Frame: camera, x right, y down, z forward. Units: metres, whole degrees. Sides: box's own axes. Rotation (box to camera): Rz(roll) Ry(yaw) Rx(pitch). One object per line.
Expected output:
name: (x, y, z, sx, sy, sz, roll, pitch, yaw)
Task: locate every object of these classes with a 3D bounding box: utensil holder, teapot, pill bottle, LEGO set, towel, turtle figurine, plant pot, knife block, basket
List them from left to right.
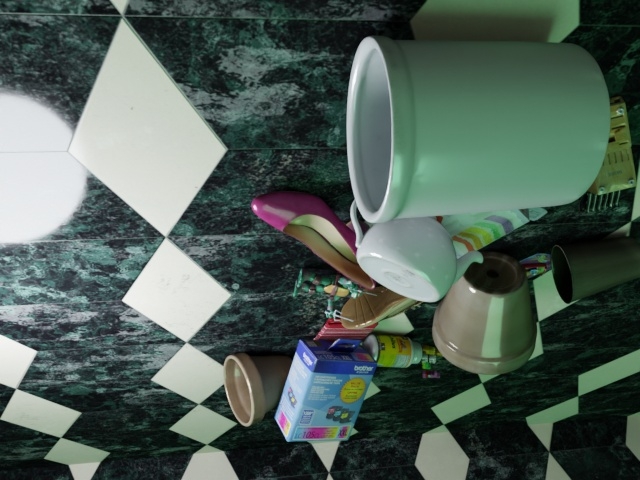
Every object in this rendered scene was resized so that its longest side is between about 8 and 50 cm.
plant pot: (-0.208, 0.531, 2.223, 0.229, 0.263, 0.263, -9, 151, -30)
turtle figurine: (0.042, 0.152, 1.786, 0.234, 0.118, 0.175, 14, 129, -5)
towel: (0.073, 0.350, 2.173, 0.198, 0.031, 0.275, 4, 147, -20)
pill bottle: (0.268, 0.414, 2.230, 0.214, 0.117, 0.117, 8, 144, -23)
teapot: (0.216, 0.012, 1.407, 0.252, 0.187, 0.256, 15, 158, 38)
LEGO set: (0.457, 0.476, 2.387, 0.093, 0.087, 0.227, 2, 149, 13)
utensil holder: (0.269, -0.204, 1.097, 0.385, 0.328, 0.328, -3, 147, -9)
plant pot: (0.512, 0.196, 1.817, 0.322, 0.323, 0.281, -6, 131, -3)
knife block: (0.653, -0.198, 1.424, 0.088, 0.242, 0.276, -13, 102, 7)
basket: (0.839, 0.075, 1.803, 0.226, 0.154, 0.205, -16, 126, 3)

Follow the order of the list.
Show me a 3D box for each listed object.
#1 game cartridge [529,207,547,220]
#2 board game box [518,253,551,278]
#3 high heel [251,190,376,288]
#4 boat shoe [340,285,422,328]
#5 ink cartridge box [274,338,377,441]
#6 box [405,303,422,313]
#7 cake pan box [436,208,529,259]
game cartridge: (0.577, -0.080, 1.630, 0.083, 0.017, 0.056, 13, 145, -29)
board game box: (0.674, 0.101, 1.911, 0.168, 0.033, 0.133, -29, 141, 30)
high heel: (0.000, 0.000, 1.481, 0.377, 0.182, 0.127, 15, 141, -31)
boat shoe: (0.222, 0.201, 1.898, 0.341, 0.123, 0.123, -33, 138, 24)
ink cartridge box: (0.025, 0.509, 2.128, 0.269, 0.151, 0.396, 9, 105, -31)
box: (0.295, 0.218, 2.025, 0.067, 0.018, 0.083, -30, 141, 32)
cake pan box: (0.329, -0.087, 1.452, 0.267, 0.070, 0.245, 41, 126, -22)
